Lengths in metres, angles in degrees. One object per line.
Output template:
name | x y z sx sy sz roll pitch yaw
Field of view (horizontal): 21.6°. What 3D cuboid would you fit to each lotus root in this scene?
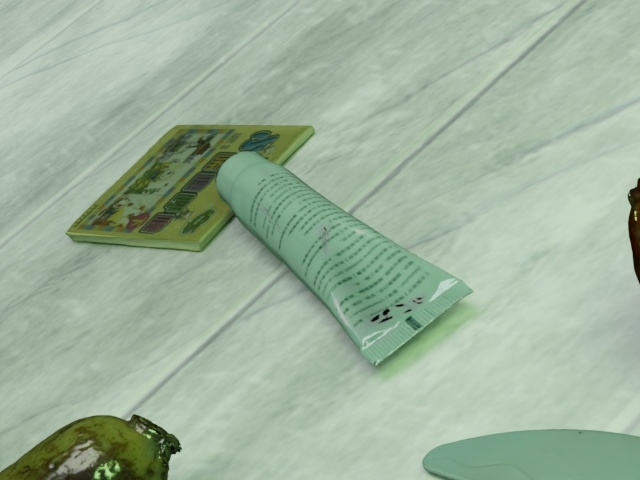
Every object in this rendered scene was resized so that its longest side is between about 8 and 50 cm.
lotus root | -0.168 0.176 1.088 0.179 0.089 0.080 -35 -2 5

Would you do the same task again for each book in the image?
book | -0.119 -0.051 1.500 0.192 0.013 0.168 4 42 46

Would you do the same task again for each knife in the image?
knife | 0.168 0.137 0.891 0.080 0.044 0.331 -40 26 -18

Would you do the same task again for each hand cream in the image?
hand cream | 0.000 0.000 1.249 0.085 0.058 0.331 -33 28 -10

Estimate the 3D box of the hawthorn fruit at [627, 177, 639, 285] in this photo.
hawthorn fruit | 0.283 -0.010 0.882 0.235 0.181 0.181 -27 28 5
